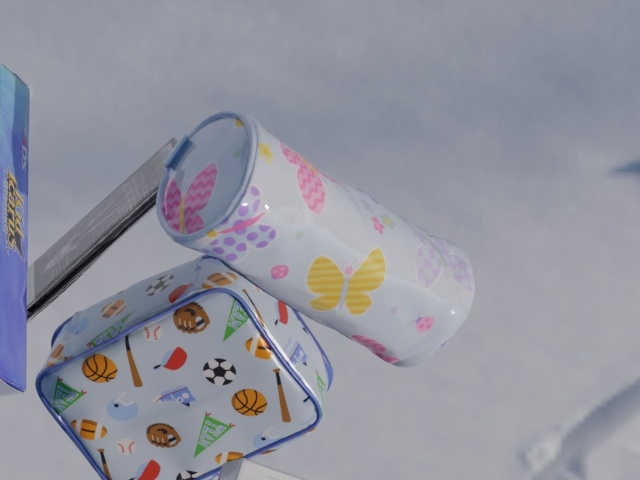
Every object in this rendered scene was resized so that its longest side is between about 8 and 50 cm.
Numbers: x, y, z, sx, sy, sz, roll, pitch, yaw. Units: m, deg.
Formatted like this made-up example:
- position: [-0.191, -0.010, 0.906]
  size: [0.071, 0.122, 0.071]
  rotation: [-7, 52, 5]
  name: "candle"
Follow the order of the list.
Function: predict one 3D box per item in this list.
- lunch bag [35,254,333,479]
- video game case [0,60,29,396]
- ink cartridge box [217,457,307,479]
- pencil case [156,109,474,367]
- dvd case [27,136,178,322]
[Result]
- position: [-0.151, 0.160, 2.027]
  size: [0.303, 0.115, 0.243]
  rotation: [-25, 116, 21]
  name: "lunch bag"
- position: [-0.359, 0.003, 1.473]
  size: [0.244, 0.269, 0.061]
  rotation: [-8, 159, 13]
  name: "video game case"
- position: [-0.053, 0.379, 1.645]
  size: [0.165, 0.332, 0.065]
  rotation: [23, 159, -17]
  name: "ink cartridge box"
- position: [0.000, 0.000, 1.444]
  size: [0.273, 0.124, 0.113]
  rotation: [30, 110, -38]
  name: "pencil case"
- position: [-0.219, -0.014, 1.842]
  size: [0.018, 0.221, 0.164]
  rotation: [48, -179, -15]
  name: "dvd case"
